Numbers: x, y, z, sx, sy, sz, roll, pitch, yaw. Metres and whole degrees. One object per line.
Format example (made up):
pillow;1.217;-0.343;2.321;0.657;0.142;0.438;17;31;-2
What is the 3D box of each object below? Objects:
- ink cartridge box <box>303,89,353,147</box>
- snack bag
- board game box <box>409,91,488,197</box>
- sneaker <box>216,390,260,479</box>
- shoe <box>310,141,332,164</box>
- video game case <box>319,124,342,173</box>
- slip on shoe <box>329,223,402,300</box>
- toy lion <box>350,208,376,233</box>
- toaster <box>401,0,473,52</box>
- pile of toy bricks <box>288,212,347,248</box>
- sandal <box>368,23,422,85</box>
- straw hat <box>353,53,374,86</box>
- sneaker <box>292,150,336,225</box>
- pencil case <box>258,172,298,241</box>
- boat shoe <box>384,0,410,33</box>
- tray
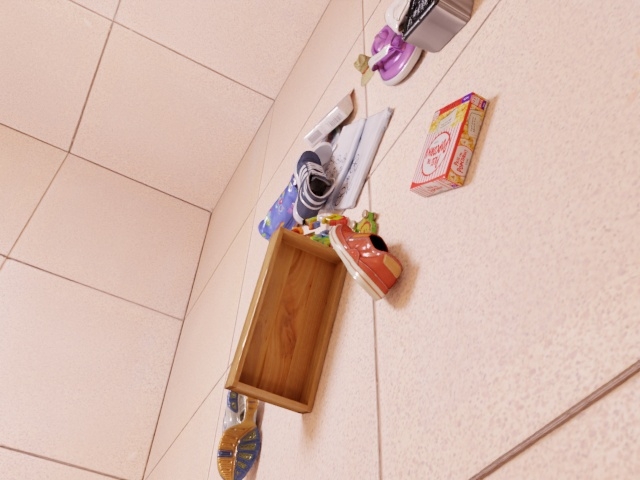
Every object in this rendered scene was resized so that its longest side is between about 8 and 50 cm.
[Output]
ink cartridge box;0.046;-0.431;2.254;0.181;0.056;0.224;-39;9;32
snack bag;0.084;-0.230;1.933;0.322;0.037;0.342;-68;17;-6
board game box;0.264;-0.194;1.328;0.147;0.045;0.193;-16;52;68
sneaker;-0.223;0.548;1.775;0.296;0.112;0.130;-86;8;-51
shoe;-0.008;-0.286;2.147;0.178;0.064;0.081;121;159;-50
video game case;0.021;-0.314;2.253;0.183;0.023;0.201;-59;18;23
slip on shoe;0.102;0.030;1.440;0.101;0.123;0.331;-42;20;3
toy lion;0.109;-0.022;1.604;0.100;0.034;0.096;-43;37;53
toaster;0.302;-0.598;1.628;0.186;0.110;0.168;-41;31;56
pile of toy bricks;0.000;0.000;1.739;0.105;0.212;0.118;15;116;38
sandal;0.195;-0.570;1.928;0.169;0.102;0.416;-61;18;17
straw hat;0.146;-0.600;2.185;0.144;0.061;0.144;-55;20;32
sneaker;-0.017;-0.195;1.949;0.153;0.099;0.282;123;156;-51
pencil case;-0.104;-0.105;2.195;0.306;0.120;0.133;-51;25;42
boat shoe;0.300;-0.691;1.793;0.277;0.098;0.096;-48;43;26
tray;-0.074;0.191;1.573;0.076;0.203;0.410;-35;36;60
